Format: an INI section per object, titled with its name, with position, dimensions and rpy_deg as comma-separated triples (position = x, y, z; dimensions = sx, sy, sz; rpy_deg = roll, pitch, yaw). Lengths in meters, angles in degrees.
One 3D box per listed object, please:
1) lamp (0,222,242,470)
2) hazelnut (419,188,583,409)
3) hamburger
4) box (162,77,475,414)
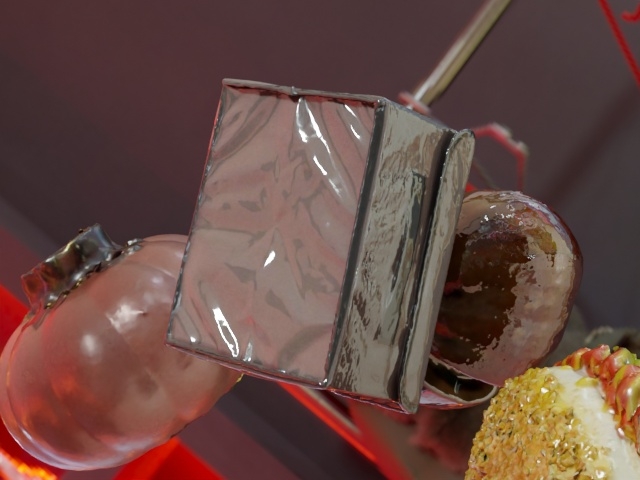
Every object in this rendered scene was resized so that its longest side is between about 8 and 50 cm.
[lamp]
position = -0.220, 0.105, 1.249
dimensions = 0.305, 0.239, 0.305
rpy_deg = -35, 7, 5
[hazelnut]
position = 0.147, 0.053, 1.182
dimensions = 0.251, 0.217, 0.217
rpy_deg = -47, -6, 32
[hamburger]
position = 0.196, 0.221, 0.831
dimensions = 0.276, 0.179, 0.294
rpy_deg = -172, 88, -79
[box]
position = 0.000, 0.000, 0.978
dimensions = 0.153, 0.188, 0.252
rpy_deg = 20, -98, -54
